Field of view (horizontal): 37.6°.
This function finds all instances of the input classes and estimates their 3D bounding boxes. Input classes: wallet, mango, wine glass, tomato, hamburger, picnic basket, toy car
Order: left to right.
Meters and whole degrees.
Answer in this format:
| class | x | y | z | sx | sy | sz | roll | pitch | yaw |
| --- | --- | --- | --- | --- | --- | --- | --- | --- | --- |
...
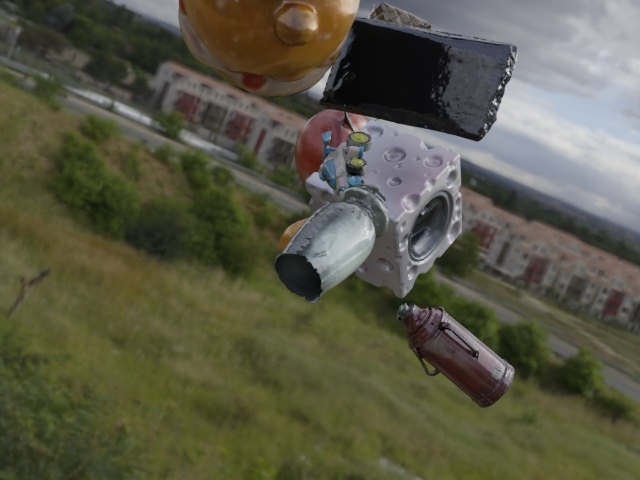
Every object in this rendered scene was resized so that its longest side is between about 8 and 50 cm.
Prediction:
| class | x | y | z | sx | sy | sz | roll | pitch | yaw |
| --- | --- | --- | --- | --- | --- | --- | --- | --- | --- |
| hamburger | -0.070 | -0.345 | 1.272 | 0.276 | 0.276 | 0.237 | 23 | -3 | -1 |
| mango | -0.003 | -0.004 | 2.293 | 0.217 | 0.141 | 0.102 | -10 | 38 | -32 |
| wine glass | 0.021 | 0.003 | 1.464 | 0.111 | 0.111 | 0.204 | 26 | 46 | 20 |
| toy car | 0.037 | -0.120 | 1.744 | 0.098 | 0.126 | 0.161 | 8 | 38 | 5 |
| tomato | 0.056 | -0.216 | 2.435 | 0.224 | 0.256 | 0.255 | -18 | -20 | 36 |
| picnic basket | 0.135 | -0.375 | 1.888 | 0.137 | 0.179 | 0.128 | 22 | 5 | -10 |
| wallet | 0.132 | -0.234 | 1.336 | 0.285 | 0.146 | 0.030 | 18 | -3 | 34 |

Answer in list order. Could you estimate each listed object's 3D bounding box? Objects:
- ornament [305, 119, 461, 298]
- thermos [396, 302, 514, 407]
| class | x | y | z | sx | sy | sz | roll | pitch | yaw |
| --- | --- | --- | --- | --- | --- | --- | --- | --- | --- |
| ornament | 0.143 | -0.070 | 2.027 | 0.239 | 0.240 | 0.239 | 25 | -35 | 31 |
| thermos | 0.228 | 0.187 | 1.648 | 0.232 | 0.099 | 0.124 | 41 | -25 | -12 |
